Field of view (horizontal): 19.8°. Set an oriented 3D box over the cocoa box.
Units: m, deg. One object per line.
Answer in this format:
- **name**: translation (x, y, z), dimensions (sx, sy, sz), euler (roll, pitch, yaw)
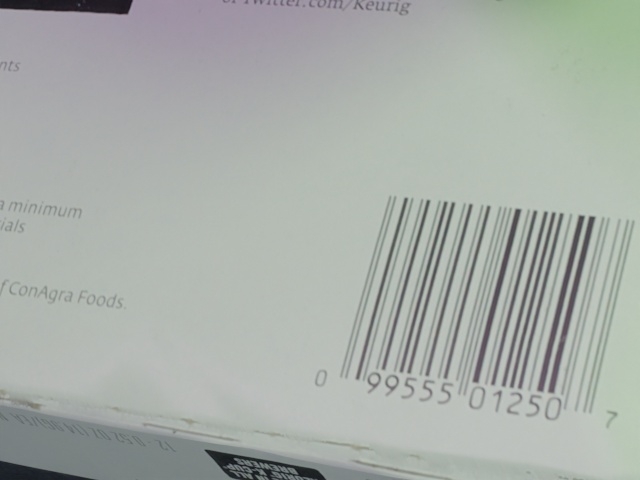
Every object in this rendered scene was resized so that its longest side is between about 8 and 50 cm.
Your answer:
- **cocoa box**: translation (0.000, 0.000, 0.665), dimensions (0.347, 0.228, 0.231), euler (6, 67, 25)
